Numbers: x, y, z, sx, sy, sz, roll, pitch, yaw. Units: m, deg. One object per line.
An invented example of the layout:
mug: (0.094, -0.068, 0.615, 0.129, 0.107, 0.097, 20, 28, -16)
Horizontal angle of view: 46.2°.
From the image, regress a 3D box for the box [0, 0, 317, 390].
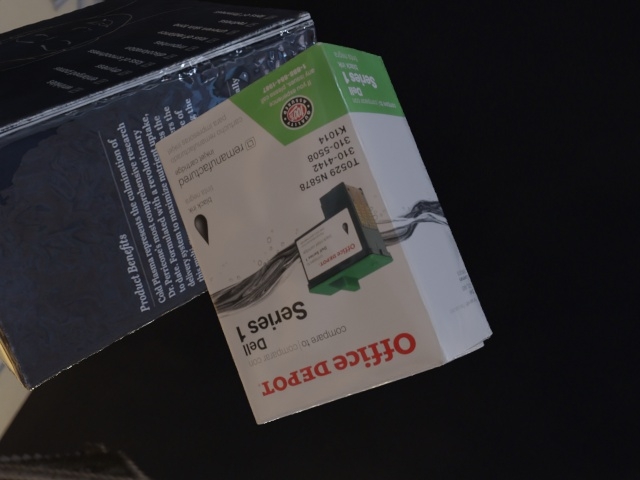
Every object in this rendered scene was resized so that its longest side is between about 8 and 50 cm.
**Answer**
box: (-0.309, -0.121, 1.015, 0.480, 0.471, 0.297, 24, -47, 46)

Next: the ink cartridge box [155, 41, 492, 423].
ink cartridge box: (0.000, 0.000, 0.530, 0.160, 0.092, 0.219, -25, -98, 29)
